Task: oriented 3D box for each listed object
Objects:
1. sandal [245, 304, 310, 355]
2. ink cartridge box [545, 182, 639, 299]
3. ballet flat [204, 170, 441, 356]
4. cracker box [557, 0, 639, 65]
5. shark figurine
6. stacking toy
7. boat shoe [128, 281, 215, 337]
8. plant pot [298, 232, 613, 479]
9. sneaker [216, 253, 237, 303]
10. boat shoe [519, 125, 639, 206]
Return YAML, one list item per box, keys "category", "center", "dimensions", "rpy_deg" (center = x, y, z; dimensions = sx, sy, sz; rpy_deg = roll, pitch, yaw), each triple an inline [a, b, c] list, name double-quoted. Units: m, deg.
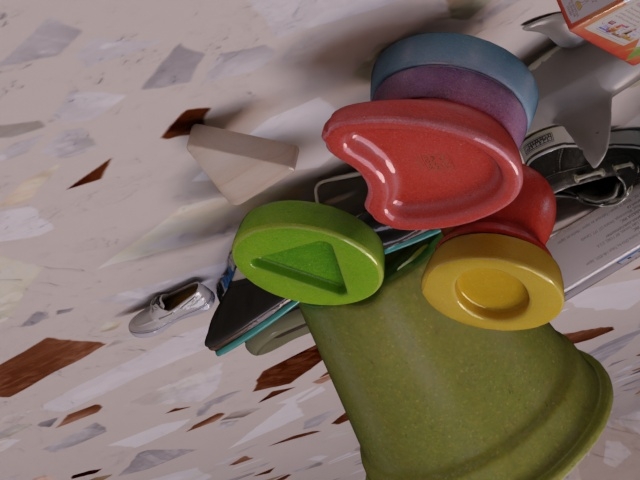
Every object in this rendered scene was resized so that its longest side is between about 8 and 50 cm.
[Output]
- category: "sandal"
  center: [0.056, 0.080, 1.865]
  dimensions: [0.303, 0.086, 0.120]
  rpy_deg: [-26, 163, 20]
- category: "ink cartridge box"
  center: [0.284, 0.030, 1.873]
  dimensions: [0.296, 0.066, 0.261]
  rpy_deg: [-32, 171, 12]
- category: "ballet flat"
  center: [0.000, 0.000, 1.506]
  dimensions: [0.280, 0.096, 0.095]
  rpy_deg: [-30, -178, 3]
- category: "cracker box"
  center: [0.295, -0.217, 1.188]
  dimensions: [0.232, 0.067, 0.156]
  rpy_deg: [-26, 164, 23]
- category: "shark figurine"
  center: [0.207, -0.103, 1.389]
  dimensions: [0.166, 0.116, 0.278]
  rpy_deg: [-6, 158, -36]
- category: "stacking toy"
  center: [0.058, -0.060, 1.346]
  dimensions: [0.279, 0.130, 0.309]
  rpy_deg: [2, 148, 17]
- category: "boat shoe"
  center: [-0.158, 0.068, 1.680]
  dimensions: [0.100, 0.035, 0.035]
  rpy_deg: [-21, 138, 20]
- category: "plant pot"
  center: [0.110, 0.104, 1.615]
  dimensions: [0.276, 0.254, 0.276]
  rpy_deg: [-26, -156, 12]
- category: "sneaker"
  center: [-0.050, 0.040, 1.662]
  dimensions: [0.083, 0.071, 0.191]
  rpy_deg: [-22, 174, -17]
- category: "boat shoe"
  center: [0.279, -0.068, 1.666]
  dimensions: [0.078, 0.070, 0.219]
  rpy_deg: [-31, 161, 37]
